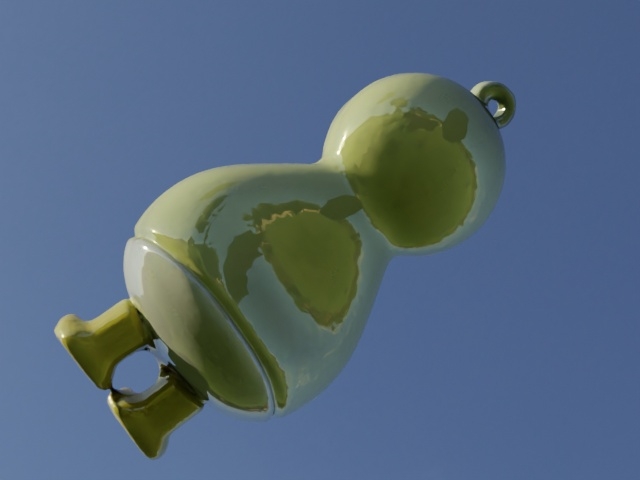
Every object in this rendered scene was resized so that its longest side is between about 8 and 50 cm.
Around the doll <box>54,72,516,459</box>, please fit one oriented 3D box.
[{"bbox_3d":[-0.004,0.001,0.822,0.141,0.296,0.117,56,-23,-7],"label":"doll"}]
